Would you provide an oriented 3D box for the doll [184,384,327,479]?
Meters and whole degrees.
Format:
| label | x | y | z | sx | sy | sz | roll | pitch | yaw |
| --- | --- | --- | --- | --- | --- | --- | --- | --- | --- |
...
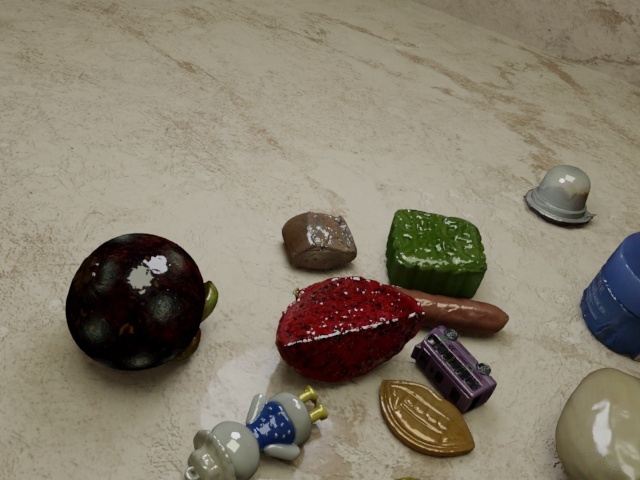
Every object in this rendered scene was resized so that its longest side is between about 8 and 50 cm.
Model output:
| label | x | y | z | sx | sy | sz | roll | pitch | yaw |
| --- | --- | --- | --- | --- | --- | --- | --- | --- | --- |
| doll | -0.114 | 0.354 | 1.089 | 0.293 | 0.119 | 0.138 | -21 | 67 | -39 |

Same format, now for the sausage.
| label | x | y | z | sx | sy | sz | roll | pitch | yaw |
| --- | --- | --- | --- | --- | --- | --- | --- | --- | --- |
| sausage | 0.226 | 0.155 | 1.415 | 0.434 | 0.087 | 0.087 | 11 | 41 | -2 |

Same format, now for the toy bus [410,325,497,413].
| label | x | y | z | sx | sy | sz | roll | pitch | yaw |
| --- | --- | --- | --- | --- | --- | --- | --- | --- | --- |
| toy bus | 0.280 | 0.272 | 1.292 | 0.099 | 0.086 | 0.178 | -20 | 51 | -28 |

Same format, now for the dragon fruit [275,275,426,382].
| label | x | y | z | sx | sy | sz | roll | pitch | yaw |
| --- | --- | --- | --- | --- | --- | --- | --- | --- | --- |
| dragon fruit | 0.042 | 0.189 | 1.300 | 0.317 | 0.151 | 0.205 | -10 | 33 | -15 |

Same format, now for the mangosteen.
| label | x | y | z | sx | sy | sz | roll | pitch | yaw |
| --- | --- | --- | --- | --- | --- | --- | --- | --- | --- |
| mangosteen | -0.345 | 0.124 | 1.187 | 0.288 | 0.287 | 0.288 | 7 | 41 | -6 |

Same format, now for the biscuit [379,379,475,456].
| label | x | y | z | sx | sy | sz | roll | pitch | yaw |
| --- | --- | --- | --- | --- | --- | --- | --- | --- | --- |
| biscuit | 0.206 | 0.357 | 1.221 | 0.221 | 0.028 | 0.142 | 36 | 46 | 24 |

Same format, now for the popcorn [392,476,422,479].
| label | x | y | z | sx | sy | sz | roll | pitch | yaw |
| --- | --- | --- | --- | --- | --- | --- | --- | --- | --- |
| popcorn | 0.154 | 0.484 | 0.955 | 0.189 | 0.169 | 0.218 | 14 | 47 | 5 |

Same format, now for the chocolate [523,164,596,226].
| label | x | y | z | sx | sy | sz | roll | pitch | yaw |
| --- | --- | --- | --- | --- | --- | --- | --- | --- | --- |
| chocolate | 0.748 | -0.149 | 1.844 | 0.222 | 0.147 | 0.221 | 10 | 41 | -9 |

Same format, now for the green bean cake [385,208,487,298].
| label | x | y | z | sx | sy | sz | roll | pitch | yaw |
| --- | --- | --- | --- | --- | --- | --- | --- | --- | --- |
| green bean cake | 0.294 | 0.031 | 1.540 | 0.248 | 0.124 | 0.222 | 10 | 40 | -3 |

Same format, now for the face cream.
| label | x | y | z | sx | sy | sz | roll | pitch | yaw |
| --- | --- | --- | --- | --- | --- | --- | --- | --- | --- |
| face cream | 0.789 | 0.139 | 1.466 | 0.249 | 0.225 | 0.248 | 8 | 44 | -7 |

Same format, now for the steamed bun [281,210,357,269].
| label | x | y | z | sx | sy | sz | roll | pitch | yaw |
| --- | --- | --- | --- | --- | --- | --- | --- | --- | --- |
| steamed bun | 0.000 | 0.000 | 1.518 | 0.175 | 0.106 | 0.144 | -2 | 43 | -19 |

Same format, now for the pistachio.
| label | x | y | z | sx | sy | sz | roll | pitch | yaw |
| --- | --- | --- | --- | --- | --- | --- | --- | --- | --- |
| pistachio | 0.564 | 0.377 | 1.153 | 0.332 | 0.226 | 0.207 | -38 | 102 | -50 |
